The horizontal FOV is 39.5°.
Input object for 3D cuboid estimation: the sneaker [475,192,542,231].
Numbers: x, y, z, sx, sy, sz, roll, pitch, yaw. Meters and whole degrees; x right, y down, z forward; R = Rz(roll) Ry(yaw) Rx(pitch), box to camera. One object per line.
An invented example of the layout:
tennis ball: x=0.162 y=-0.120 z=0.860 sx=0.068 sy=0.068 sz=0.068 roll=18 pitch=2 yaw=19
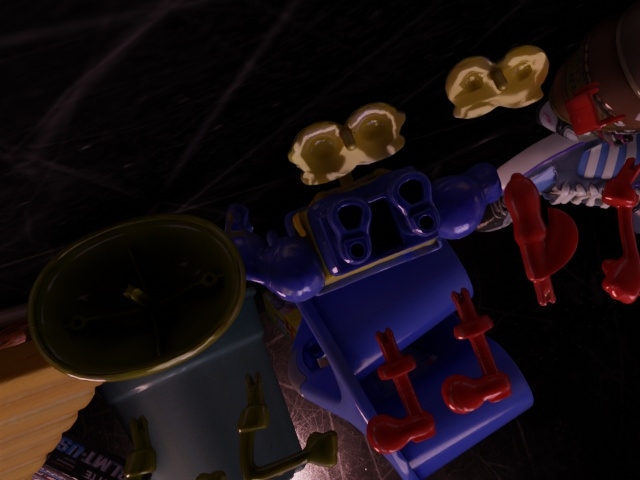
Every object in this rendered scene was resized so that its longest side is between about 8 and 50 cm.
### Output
sneaker: x=0.331 y=-0.090 z=1.564 sx=0.229 sy=0.086 sz=0.132 roll=-39 pitch=164 yaw=29

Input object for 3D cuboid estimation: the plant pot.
plant pot: x=-0.203 y=0.301 z=1.588 sx=0.341 sy=0.334 sz=0.341 roll=-25 pitch=175 yaw=-2

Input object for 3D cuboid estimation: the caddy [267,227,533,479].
caddy: x=0.048 y=0.085 z=0.841 sx=0.179 sy=0.241 sz=0.341 roll=-32 pitch=-167 yaw=-1

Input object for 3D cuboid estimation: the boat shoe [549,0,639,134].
boat shoe: x=0.290 y=-0.140 z=0.631 sx=0.307 sy=0.110 sz=0.104 roll=-11 pitch=173 yaw=-30

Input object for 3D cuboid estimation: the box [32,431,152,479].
box: x=-0.472 y=0.381 z=1.548 sx=0.293 sy=0.295 sz=0.073 roll=-31 pitch=-148 yaw=56

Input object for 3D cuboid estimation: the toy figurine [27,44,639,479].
toy figurine: x=0.018 y=0.028 z=0.608 sx=0.362 sy=0.191 sz=0.217 roll=-23 pitch=180 yaw=-2

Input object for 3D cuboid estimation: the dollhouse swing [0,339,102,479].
dollhouse swing: x=-0.284 y=0.265 z=0.613 sx=0.305 sy=0.315 sz=0.347 roll=3 pitch=138 yaw=-42

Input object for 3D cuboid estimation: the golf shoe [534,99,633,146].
golf shoe: x=0.266 y=-0.138 z=0.800 sx=0.086 sy=0.067 sz=0.186 roll=14 pitch=-151 yaw=40

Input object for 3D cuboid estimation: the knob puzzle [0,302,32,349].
knob puzzle: x=-0.283 y=0.096 z=0.717 sx=0.213 sy=0.030 sz=0.213 roll=-24 pitch=176 yaw=-2

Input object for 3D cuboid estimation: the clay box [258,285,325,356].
clay box: x=-0.016 y=0.131 z=1.643 sx=0.127 sy=0.053 sz=0.222 roll=-19 pitch=-150 yaw=-19

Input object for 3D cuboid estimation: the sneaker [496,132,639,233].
sneaker: x=0.436 y=-0.066 z=1.320 sx=0.323 sy=0.236 sz=0.130 roll=-25 pitch=175 yaw=-5
